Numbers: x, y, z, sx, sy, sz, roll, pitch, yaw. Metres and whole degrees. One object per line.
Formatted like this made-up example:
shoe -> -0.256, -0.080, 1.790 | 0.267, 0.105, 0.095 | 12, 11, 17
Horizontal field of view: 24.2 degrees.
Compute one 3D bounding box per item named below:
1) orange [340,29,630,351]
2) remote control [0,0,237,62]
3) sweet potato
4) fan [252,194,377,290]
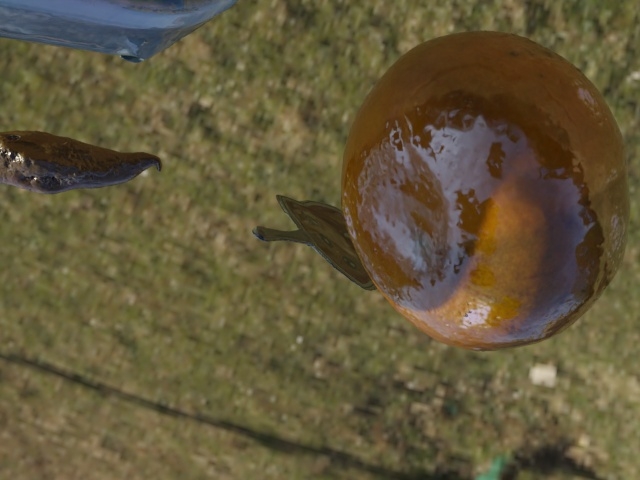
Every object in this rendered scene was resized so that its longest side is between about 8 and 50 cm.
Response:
orange -> 0.125, -0.038, 1.101 | 0.240, 0.171, 0.240 | 27, 127, 43
remote control -> -0.129, -0.108, 0.411 | 0.247, 0.104, 0.052 | 6, 151, -28
sweet potato -> -0.252, -0.073, 1.405 | 0.206, 0.060, 0.068 | 3, 178, -4
fan -> 0.000, 0.000, 1.364 | 0.009, 0.132, 0.220 | -51, 154, 17
